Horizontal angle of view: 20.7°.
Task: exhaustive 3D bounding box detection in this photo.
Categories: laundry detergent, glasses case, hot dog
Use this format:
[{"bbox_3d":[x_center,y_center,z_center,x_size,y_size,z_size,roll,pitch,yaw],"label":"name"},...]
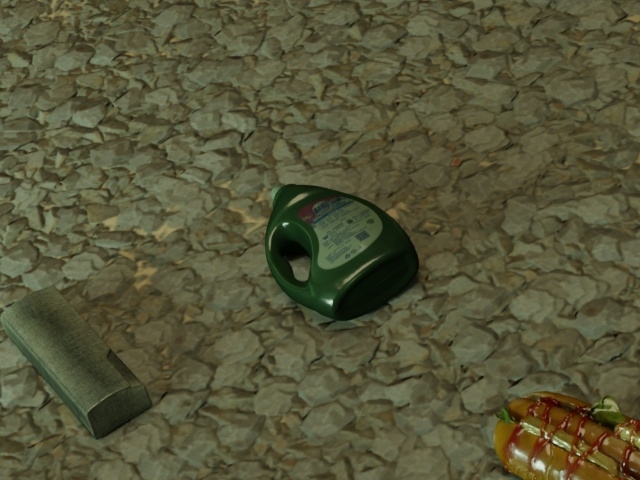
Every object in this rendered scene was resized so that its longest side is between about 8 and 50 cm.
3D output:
[{"bbox_3d":[0.000,0.000,1.859,0.137,0.063,0.211,-37,44,-13],"label":"laundry detergent"},{"bbox_3d":[-0.257,0.122,1.821,0.071,0.047,0.205,-31,42,-18],"label":"glasses case"},{"bbox_3d":[0.263,0.197,1.539,0.104,0.076,0.250,-40,43,-26],"label":"hot dog"}]
